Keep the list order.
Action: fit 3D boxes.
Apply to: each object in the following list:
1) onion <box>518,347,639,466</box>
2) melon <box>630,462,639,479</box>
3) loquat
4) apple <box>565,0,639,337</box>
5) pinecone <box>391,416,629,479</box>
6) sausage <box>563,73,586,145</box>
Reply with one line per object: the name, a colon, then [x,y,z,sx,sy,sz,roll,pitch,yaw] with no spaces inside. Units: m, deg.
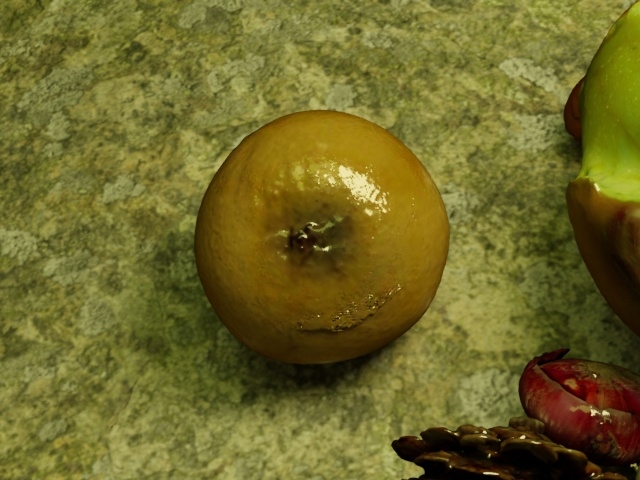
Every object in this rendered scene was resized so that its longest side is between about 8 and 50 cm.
onion: [0.249,0.182,1.501,0.150,0.150,0.140,31,110,32]
melon: [0.418,0.231,1.330,0.317,0.223,0.223,10,57,22]
loquat: [0.000,0.000,1.606,0.263,0.263,0.263,-8,52,10]
apple: [0.393,-0.050,1.445,0.384,0.374,0.374,42,69,-4]
pinecone: [0.148,0.275,1.380,0.224,0.224,0.272,12,64,23]
sausage: [0.377,-0.198,1.643,0.330,0.102,0.102,-42,38,40]
